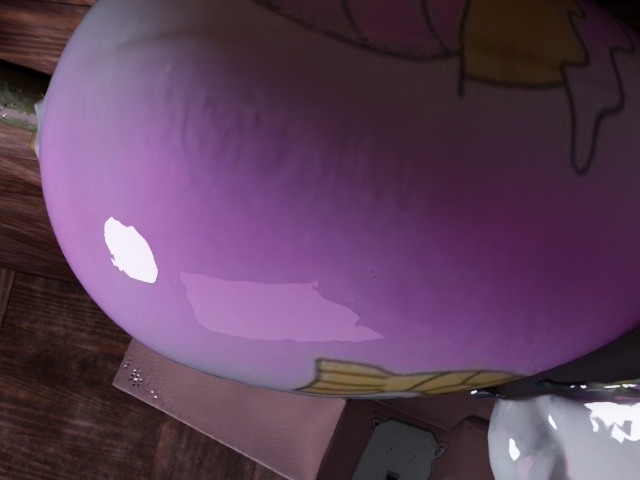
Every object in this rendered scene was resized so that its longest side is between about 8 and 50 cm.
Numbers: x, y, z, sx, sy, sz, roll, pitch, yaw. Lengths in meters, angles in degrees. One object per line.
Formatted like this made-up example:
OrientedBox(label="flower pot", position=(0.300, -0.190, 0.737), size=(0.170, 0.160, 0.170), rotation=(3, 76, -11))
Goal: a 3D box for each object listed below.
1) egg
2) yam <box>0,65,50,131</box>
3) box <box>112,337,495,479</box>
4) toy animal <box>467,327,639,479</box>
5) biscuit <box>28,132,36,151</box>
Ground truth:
OrientedBox(label="egg", position=(0.025, -0.032, 0.512), size=(0.271, 0.196, 0.196), rotation=(-1, 170, 6))
OrientedBox(label="yam", position=(-0.208, -0.100, 0.930), size=(0.094, 0.043, 0.043), rotation=(14, 172, -17))
OrientedBox(label="box", position=(0.018, 0.097, 0.738), size=(0.215, 0.086, 0.215), rotation=(27, 173, -39))
OrientedBox(label="toy animal", position=(0.179, 0.141, 0.564), size=(0.174, 0.289, 0.249), rotation=(-20, 171, 9))
OrientedBox(label="biscuit", position=(-0.153, -0.061, 1.154), size=(0.221, 0.029, 0.142), rotation=(17, 171, -24))
